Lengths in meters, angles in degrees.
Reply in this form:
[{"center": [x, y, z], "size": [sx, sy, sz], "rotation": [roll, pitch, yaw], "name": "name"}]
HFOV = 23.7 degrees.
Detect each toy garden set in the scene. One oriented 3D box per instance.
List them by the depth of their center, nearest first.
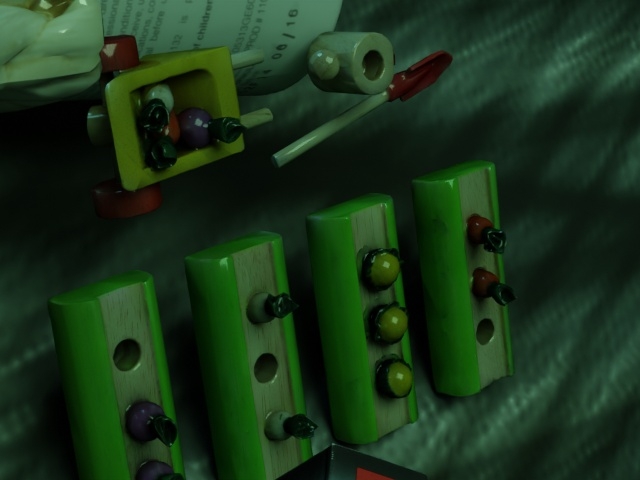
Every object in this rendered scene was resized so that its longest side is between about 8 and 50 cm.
[{"center": [0.000, 0.000, 0.651], "size": [0.244, 0.049, 0.204], "rotation": [-20, 109, -38], "name": "toy garden set"}]

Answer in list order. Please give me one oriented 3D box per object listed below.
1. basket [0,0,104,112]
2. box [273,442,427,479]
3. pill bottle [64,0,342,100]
[{"center": [-0.276, -0.128, 0.395], "size": [0.331, 0.328, 0.266], "rotation": [-17, 98, -39], "name": "basket"}, {"center": [-0.039, 0.155, 0.503], "size": [0.036, 0.207, 0.114], "rotation": [21, 55, -23], "name": "box"}, {"center": [-0.114, -0.125, 0.653], "size": [0.229, 0.131, 0.131], "rotation": [-6, 69, -35], "name": "pill bottle"}]
